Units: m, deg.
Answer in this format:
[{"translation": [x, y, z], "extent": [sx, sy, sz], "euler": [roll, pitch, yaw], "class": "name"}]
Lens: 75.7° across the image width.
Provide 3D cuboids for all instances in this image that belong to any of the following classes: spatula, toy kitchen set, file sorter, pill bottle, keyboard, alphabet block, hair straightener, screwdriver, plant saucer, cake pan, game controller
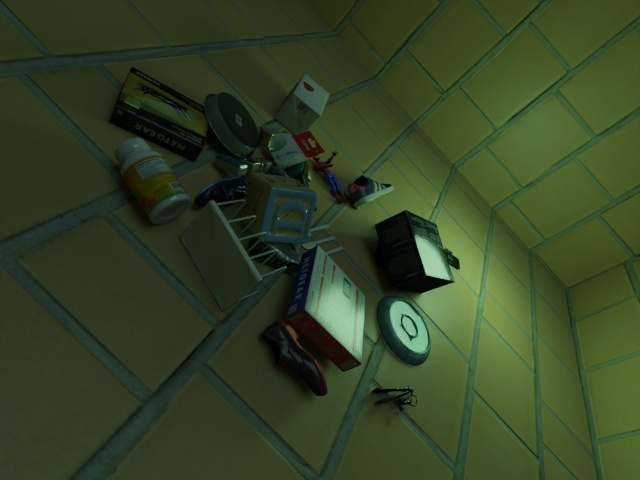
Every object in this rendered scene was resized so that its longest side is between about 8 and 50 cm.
[{"translation": [0.000, 0.000, 1.732], "extent": [0.242, 0.019, 0.168], "euler": [-18, 71, -52], "class": "spatula"}, {"translation": [-0.285, -0.356, 1.597], "extent": [0.122, 0.166, 0.207], "euler": [25, 24, 22], "class": "toy kitchen set"}, {"translation": [-0.263, 0.035, 1.282], "extent": [0.173, 0.192, 0.278], "euler": [-18, 72, -55], "class": "file sorter"}, {"translation": [-0.516, -0.185, 1.254], "extent": [0.246, 0.136, 0.136], "euler": [54, 36, 7], "class": "pill bottle"}, {"translation": [0.763, 0.097, 2.446], "extent": [0.180, 0.023, 0.108], "euler": [31, 46, -25], "class": "keyboard"}, {"translation": [-0.150, -0.115, 1.453], "extent": [0.192, 0.194, 0.197], "euler": [5, 20, -35], "class": "alphabet block"}, {"translation": [0.280, 0.579, 1.497], "extent": [0.230, 0.047, 0.089], "euler": [18, 47, -42], "class": "hair straightener"}, {"translation": [-0.044, -0.195, 1.698], "extent": [0.024, 0.025, 0.170], "euler": [-69, 149, -52], "class": "screwdriver"}, {"translation": [0.372, 0.374, 1.770], "extent": [0.317, 0.043, 0.318], "euler": [28, 42, -28], "class": "plant saucer"}, {"translation": [-0.352, -0.479, 1.688], "extent": [0.293, 0.054, 0.293], "euler": [46, 30, -37], "class": "cake pan"}, {"translation": [0.350, 0.049, 2.016], "extent": [0.166, 0.067, 0.319], "euler": [43, 37, -9], "class": "game controller"}]

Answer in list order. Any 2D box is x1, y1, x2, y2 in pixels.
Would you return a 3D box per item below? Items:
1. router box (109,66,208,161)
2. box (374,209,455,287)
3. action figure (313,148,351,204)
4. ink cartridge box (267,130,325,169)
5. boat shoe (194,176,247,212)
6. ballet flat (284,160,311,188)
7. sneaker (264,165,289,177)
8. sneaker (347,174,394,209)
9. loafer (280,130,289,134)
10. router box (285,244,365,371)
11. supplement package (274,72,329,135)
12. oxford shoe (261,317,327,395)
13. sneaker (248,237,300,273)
[{"translation": [-0.567, -0.454, 1.489], "extent": [0.308, 0.081, 0.243], "euler": [23, 44, -32], "class": "router box"}, {"translation": [0.444, 0.063, 1.933], "extent": [0.343, 0.178, 0.313], "euler": [15, 55, -50], "class": "box"}, {"translation": [0.067, -0.329, 2.005], "extent": [0.280, 0.139, 0.091], "euler": [53, 35, 9], "class": "action figure"}, {"translation": [-0.119, -0.416, 1.812], "extent": [0.181, 0.224, 0.056], "euler": [60, -10, 35], "class": "ink cartridge box"}, {"translation": [-0.332, -0.165, 1.460], "extent": [0.089, 0.109, 0.258], "euler": [53, 38, 0], "class": "boat shoe"}, {"translation": [-0.086, -0.252, 1.805], "extent": [0.124, 0.116, 0.343], "euler": [42, 32, -45], "class": "ballet flat"}, {"translation": [-0.183, -0.196, 1.645], "extent": [0.125, 0.104, 0.262], "euler": [2, 57, -43], "class": "sneaker"}, {"translation": [0.263, -0.279, 2.162], "extent": [0.350, 0.131, 0.148], "euler": [-25, 82, -53], "class": "sneaker"}, {"translation": [-0.157, -0.475, 1.965], "extent": [0.056, 0.050, 0.148], "euler": [16, 47, -37], "class": "loafer"}, {"translation": [0.034, 0.227, 1.436], "extent": [0.301, 0.082, 0.336], "euler": [48, 29, -23], "class": "router box"}, {"translation": [-0.090, -0.699, 2.129], "extent": [0.177, 0.175, 0.293], "euler": [35, 38, -18], "class": "supplement package"}, {"translation": [-0.083, 0.375, 1.267], "extent": [0.098, 0.097, 0.271], "euler": [-29, 73, -36], "class": "oxford shoe"}, {"translation": [-0.168, 0.025, 1.492], "extent": [0.228, 0.086, 0.132], "euler": [35, 32, -35], "class": "sneaker"}]
